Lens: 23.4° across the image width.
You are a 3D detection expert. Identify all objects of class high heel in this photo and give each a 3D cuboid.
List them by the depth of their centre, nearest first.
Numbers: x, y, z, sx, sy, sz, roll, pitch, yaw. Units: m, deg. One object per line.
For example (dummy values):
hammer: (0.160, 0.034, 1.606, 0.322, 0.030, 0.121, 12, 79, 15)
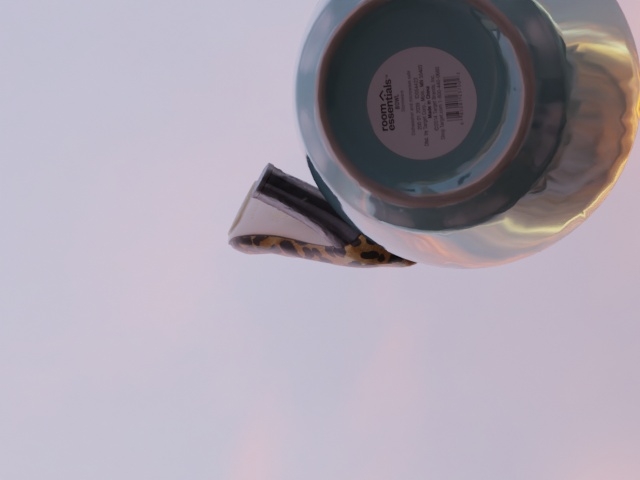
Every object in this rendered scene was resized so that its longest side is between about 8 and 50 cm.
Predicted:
high heel: (0.000, 0.000, 1.670, 0.186, 0.261, 0.093, 27, -103, -5)

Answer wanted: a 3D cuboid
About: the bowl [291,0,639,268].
bowl: (0.103, -0.122, 1.282, 0.311, 0.312, 0.163, -60, -12, 12)
